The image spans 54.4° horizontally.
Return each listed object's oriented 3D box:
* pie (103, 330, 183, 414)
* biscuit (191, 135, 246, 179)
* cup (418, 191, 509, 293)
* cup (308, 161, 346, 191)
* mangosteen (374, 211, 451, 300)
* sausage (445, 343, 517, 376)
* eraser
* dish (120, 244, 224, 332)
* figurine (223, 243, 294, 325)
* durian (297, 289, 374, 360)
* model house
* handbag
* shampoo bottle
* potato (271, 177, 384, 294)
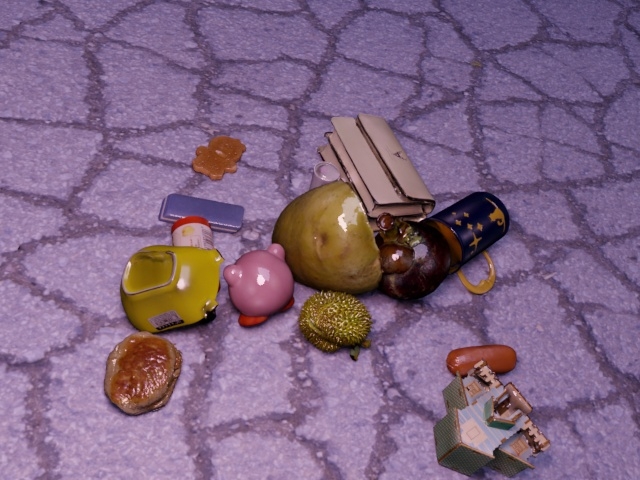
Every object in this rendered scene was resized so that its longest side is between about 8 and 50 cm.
[{"bbox_3d":[-0.395,0.290,1.379,0.163,0.079,0.193,10,53,-4],"label":"pie"},{"bbox_3d":[-0.304,-0.250,1.850,0.133,0.027,0.184,18,49,-3],"label":"biscuit"},{"bbox_3d":[0.425,0.008,1.830,0.256,0.255,0.178,-27,28,-35],"label":"cup"},{"bbox_3d":[0.021,-0.166,1.830,0.104,0.116,0.074,13,50,-6],"label":"cup"},{"bbox_3d":[0.224,0.025,1.643,0.231,0.289,0.231,-10,44,10],"label":"mangosteen"},{"bbox_3d":[0.416,0.311,1.618,0.197,0.076,0.076,-1,54,-17],"label":"sausage"},{"bbox_3d":[-0.324,-0.075,1.703,0.225,0.036,0.082,10,51,-10],"label":"eraser"},{"bbox_3d":[-0.364,0.091,1.437,0.262,0.108,0.221,-6,63,20],"label":"dish"},{"bbox_3d":[-0.149,0.106,1.536,0.173,0.173,0.173,9,52,-11],"label":"figurine"},{"bbox_3d":[0.043,0.194,1.533,0.198,0.159,0.146,12,56,-8],"label":"durian"},{"bbox_3d":[0.369,0.438,1.446,0.206,0.178,0.271,-23,67,-29],"label":"model house"},{"bbox_3d":[0.172,-0.212,1.889,0.236,0.160,0.358,-5,55,-30],"label":"handbag"},{"bbox_3d":[-0.307,0.076,1.549,0.104,0.104,0.278,-3,55,-19],"label":"shampoo bottle"},{"bbox_3d":[0.000,0.000,1.562,0.212,0.280,0.330,-23,79,-14],"label":"potato"}]
